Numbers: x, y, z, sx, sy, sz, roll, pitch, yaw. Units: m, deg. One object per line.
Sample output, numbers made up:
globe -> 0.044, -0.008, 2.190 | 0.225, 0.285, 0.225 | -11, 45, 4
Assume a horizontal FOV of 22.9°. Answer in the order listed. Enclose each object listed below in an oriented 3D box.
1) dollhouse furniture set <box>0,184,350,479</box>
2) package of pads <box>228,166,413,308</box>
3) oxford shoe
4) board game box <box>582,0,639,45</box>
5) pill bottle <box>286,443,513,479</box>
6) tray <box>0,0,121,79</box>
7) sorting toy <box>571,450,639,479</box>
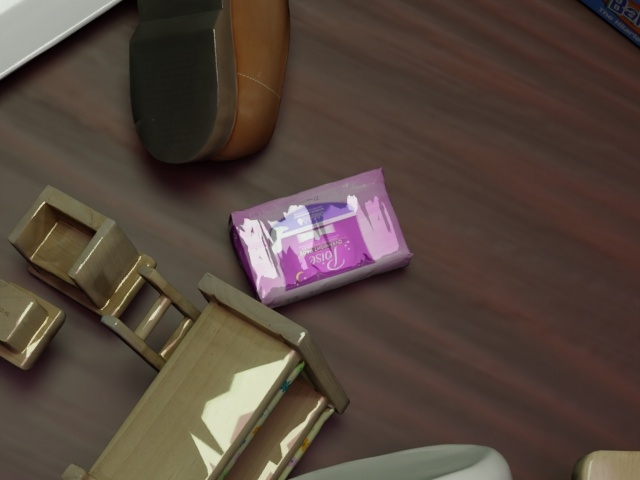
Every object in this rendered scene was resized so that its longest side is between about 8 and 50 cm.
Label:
dollhouse furniture set -> -0.107, 0.097, 0.731 | 0.161, 0.101, 0.182 | 29, 74, 25
package of pads -> 0.000, 0.000, 0.778 | 0.083, 0.032, 0.050 | -18, 79, -11
oxford shoe -> -0.048, -0.144, 0.774 | 0.076, 0.076, 0.212 | 8, 96, 37
board game box -> 0.239, -0.181, 0.844 | 0.160, 0.047, 0.210 | 38, 74, 2
pill bottle -> 0.046, 0.203, 0.688 | 0.117, 0.117, 0.208 | -12, 91, -10
tray -> -0.174, -0.154, 0.783 | 0.270, 0.030, 0.145 | -35, 93, -13
sorting toy -> 0.236, 0.231, 0.730 | 0.255, 0.089, 0.257 | 2, 78, -7
